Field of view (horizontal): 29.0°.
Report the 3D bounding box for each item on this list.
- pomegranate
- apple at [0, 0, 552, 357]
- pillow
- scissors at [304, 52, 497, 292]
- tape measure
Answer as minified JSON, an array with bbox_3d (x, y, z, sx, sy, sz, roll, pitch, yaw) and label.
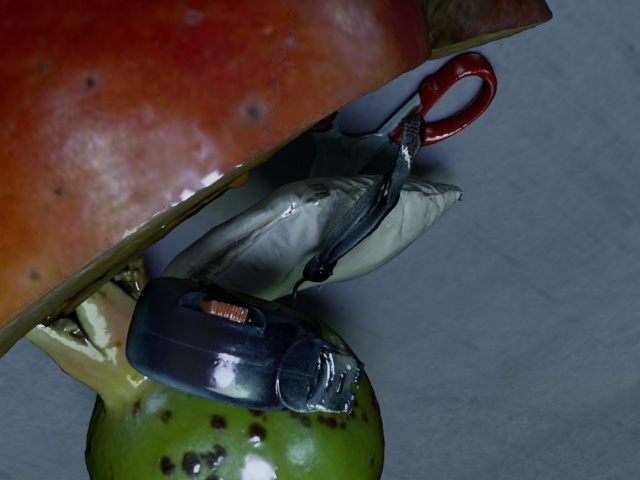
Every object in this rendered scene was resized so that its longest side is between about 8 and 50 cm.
[{"bbox_3d":[-0.085,0.114,0.881,0.231,0.231,0.286,-37,93,28],"label":"pomegranate"},{"bbox_3d":[-0.079,-0.051,0.567,0.329,0.295,0.365,21,140,-41],"label":"apple"},{"bbox_3d":[0.000,0.000,0.757,0.128,0.051,0.229,-30,170,24],"label":"pillow"},{"bbox_3d":[0.007,-0.041,0.828,0.144,0.017,0.247,8,139,-21],"label":"scissors"},{"bbox_3d":[-0.024,0.001,0.609,0.107,0.104,0.179,16,106,-19],"label":"tape measure"}]
